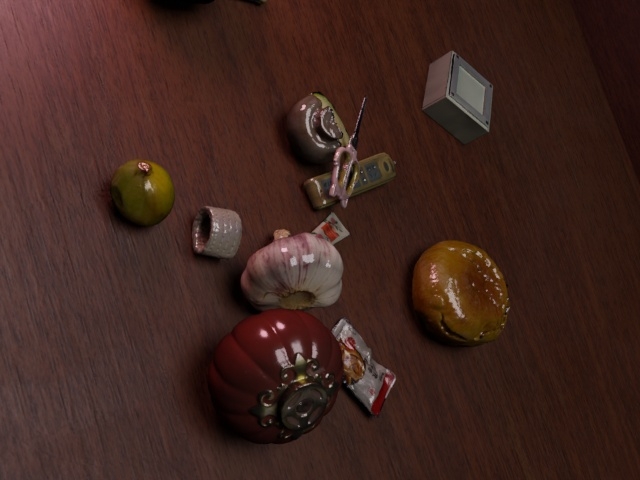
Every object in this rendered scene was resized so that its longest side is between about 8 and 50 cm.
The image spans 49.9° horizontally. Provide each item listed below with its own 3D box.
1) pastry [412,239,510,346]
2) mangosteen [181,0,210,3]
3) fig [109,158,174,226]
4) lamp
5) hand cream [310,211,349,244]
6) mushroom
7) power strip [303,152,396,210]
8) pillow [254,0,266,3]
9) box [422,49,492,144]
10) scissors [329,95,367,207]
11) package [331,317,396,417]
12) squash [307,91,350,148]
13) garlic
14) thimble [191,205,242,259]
[{"bbox_3d":[0.423,0.160,2.059,0.355,0.163,0.356,14,66,-34],"label":"pastry"},{"bbox_3d":[-0.328,-0.733,1.697,0.297,0.293,0.297,11,78,-63],"label":"mangosteen"},{"bbox_3d":[-0.386,-0.105,1.494,0.153,0.120,0.136,50,38,-46],"label":"fig"},{"bbox_3d":[-0.094,0.291,1.486,0.303,0.257,0.303,-14,120,-26],"label":"lamp"},{"bbox_3d":[0.000,0.000,1.838,0.080,0.050,0.234,54,42,-4],"label":"hand cream"},{"bbox_3d":[-0.028,-0.288,1.862,0.117,0.141,0.188,-33,103,-24],"label":"mushroom"},{"bbox_3d":[0.105,-0.179,1.981,0.387,0.066,0.092,-25,93,-44],"label":"power strip"},{"bbox_3d":[-0.250,-0.774,1.912,0.212,0.052,0.208,-3,79,-40],"label":"pillow"},{"bbox_3d":[0.485,-0.501,2.399,0.225,0.117,0.225,31,55,-28],"label":"box"},{"bbox_3d":[0.085,-0.251,1.874,0.160,0.024,0.318,39,64,-59],"label":"scissors"},{"bbox_3d":[0.099,0.332,1.798,0.239,0.030,0.154,49,47,-14],"label":"package"},{"bbox_3d":[0.012,-0.321,1.962,0.192,0.085,0.184,61,16,0],"label":"squash"},{"bbox_3d":[-0.074,0.052,1.651,0.245,0.245,0.253,22,36,-33],"label":"garlic"},{"bbox_3d":[-0.239,-0.018,1.596,0.090,0.102,0.115,10,96,-38],"label":"thimble"}]
